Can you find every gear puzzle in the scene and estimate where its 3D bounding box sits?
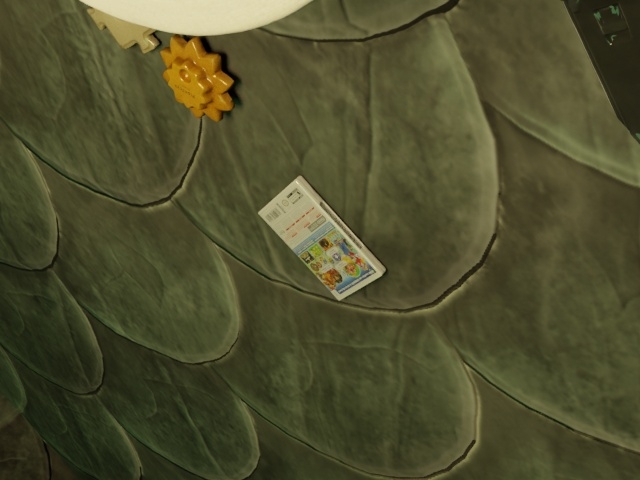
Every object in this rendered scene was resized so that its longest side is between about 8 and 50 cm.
[{"bbox_3d":[-0.191,-0.241,0.815,0.175,0.044,0.339,-11,118,51],"label":"gear puzzle"}]

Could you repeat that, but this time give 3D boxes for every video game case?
[{"bbox_3d":[0.000,0.000,0.903,0.122,0.011,0.087,48,145,-4],"label":"video game case"}]

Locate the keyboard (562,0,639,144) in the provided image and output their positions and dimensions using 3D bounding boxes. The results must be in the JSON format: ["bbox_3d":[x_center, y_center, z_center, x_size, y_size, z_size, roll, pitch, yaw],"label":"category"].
[{"bbox_3d":[0.261,-0.152,0.455,0.317,0.033,0.201,-7,122,48],"label":"keyboard"}]

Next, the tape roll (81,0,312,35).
[{"bbox_3d":[-0.096,-0.275,0.389,0.392,0.072,0.392,26,141,24],"label":"tape roll"}]
